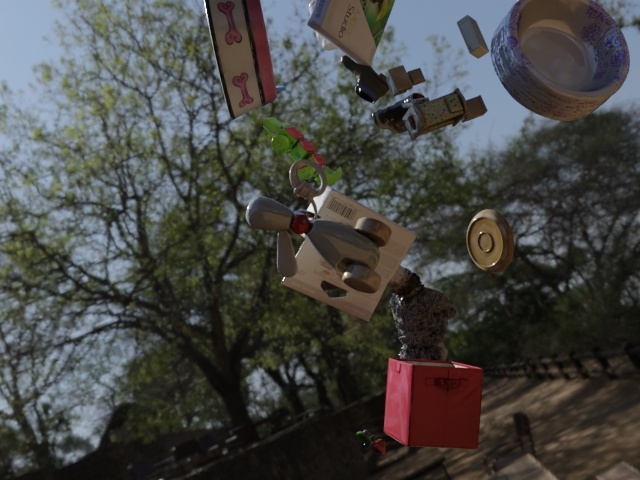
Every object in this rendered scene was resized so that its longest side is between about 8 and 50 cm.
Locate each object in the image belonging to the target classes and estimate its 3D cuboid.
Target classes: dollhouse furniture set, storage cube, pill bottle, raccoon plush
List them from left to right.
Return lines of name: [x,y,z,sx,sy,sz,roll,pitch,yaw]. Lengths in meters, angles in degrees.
pill bottle: [0.021,-0.717,2.330,0.087,0.160,0.087,-15,-10,-3]
raccoon plush: [0.297,0.308,2.448,0.216,0.299,0.446,-15,-36,42]
storage cube: [0.273,0.396,1.731,0.184,0.193,0.215,6,-5,-13]
dollhouse furniture set: [0.262,-0.333,1.535,0.182,0.160,0.101,-21,-7,-11]

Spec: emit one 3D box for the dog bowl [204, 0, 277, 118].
dog bowl: [-0.227,-0.564,2.036,0.151,0.407,0.408,-11,-15,-3]

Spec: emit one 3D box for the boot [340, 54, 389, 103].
boot: [0.150,-0.601,2.620,0.106,0.219,0.082,-55,-7,-21]

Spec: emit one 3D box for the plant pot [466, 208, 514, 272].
plant pot: [0.610,0.005,2.570,0.032,0.236,0.236,-7,-22,-31]

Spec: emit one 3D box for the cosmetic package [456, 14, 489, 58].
cosmetic package: [0.446,-0.596,2.060,0.041,0.115,0.060,-31,-26,33]

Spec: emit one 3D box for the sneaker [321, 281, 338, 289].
sneaker: [0.056,0.083,2.035,0.209,0.082,0.069,-20,-57,-28]

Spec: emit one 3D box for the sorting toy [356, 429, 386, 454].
sorting toy: [0.155,0.593,2.095,0.042,0.102,0.061,-48,0,-32]

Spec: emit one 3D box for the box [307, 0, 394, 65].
box: [0.101,-0.693,2.127,0.322,0.059,0.232,14,-82,-59]

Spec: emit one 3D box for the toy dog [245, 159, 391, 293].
toy dog: [0.000,0.000,1.579,0.220,0.334,0.161,-48,-3,-23]

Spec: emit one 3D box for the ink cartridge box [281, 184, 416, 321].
ink cartridge box: [0.064,0.035,1.765,0.296,0.066,0.261,27,-85,-33]

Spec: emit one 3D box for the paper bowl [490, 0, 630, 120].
paper bowl: [0.504,-0.390,1.526,0.284,0.284,0.148,-21,-13,-22]

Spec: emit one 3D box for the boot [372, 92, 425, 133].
boot: [0.322,-0.465,2.575,0.179,0.085,0.236,-22,-11,37]

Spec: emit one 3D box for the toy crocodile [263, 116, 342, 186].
toy crocodile: [-0.067,-0.312,2.445,0.105,0.340,0.115,-49,-14,28]

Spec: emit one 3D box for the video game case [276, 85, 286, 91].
video game case: [-0.213,-0.495,2.306,0.119,0.015,0.166,14,23,40]
